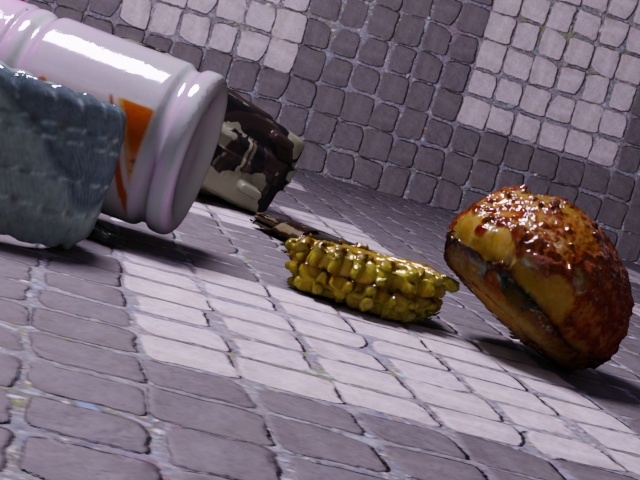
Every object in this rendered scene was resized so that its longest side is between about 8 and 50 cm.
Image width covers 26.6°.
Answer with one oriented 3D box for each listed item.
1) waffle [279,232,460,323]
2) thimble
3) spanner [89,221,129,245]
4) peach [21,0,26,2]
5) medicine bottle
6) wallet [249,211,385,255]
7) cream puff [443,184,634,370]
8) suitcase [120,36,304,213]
[{"bbox_3d":[0.051,0.044,1.592,0.193,0.070,0.197,12,5,-33],"label":"waffle"},{"bbox_3d":[-0.332,-0.096,1.373,0.250,0.172,0.205,20,4,-1],"label":"thimble"},{"bbox_3d":[-0.321,-0.044,1.592,0.093,0.026,0.325,12,9,-44],"label":"spanner"},{"bbox_3d":[-0.567,-0.288,1.991,0.338,0.281,0.281,19,6,29],"label":"peach"},{"bbox_3d":[-0.286,-0.150,1.570,0.316,0.202,0.202,21,6,6],"label":"medicine bottle"},{"bbox_3d":[0.000,0.000,2.002,0.122,0.031,0.232,14,7,-38],"label":"wallet"},{"bbox_3d":[0.253,0.036,1.544,0.240,0.164,0.240,44,5,-5],"label":"cream puff"},{"bbox_3d":[-0.236,-0.191,2.284,0.351,0.194,0.339,30,1,-34],"label":"suitcase"}]
